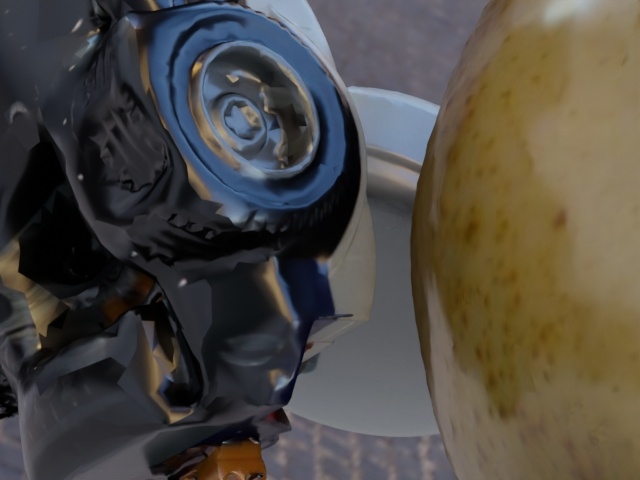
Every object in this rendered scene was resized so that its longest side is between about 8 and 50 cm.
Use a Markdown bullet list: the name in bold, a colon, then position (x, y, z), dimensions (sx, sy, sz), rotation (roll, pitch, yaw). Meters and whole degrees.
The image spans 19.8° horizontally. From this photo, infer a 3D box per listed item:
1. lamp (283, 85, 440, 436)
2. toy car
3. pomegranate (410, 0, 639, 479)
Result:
- **lamp**: position (0.000, -0.002, 0.823), dimensions (0.246, 0.179, 0.108), rotation (15, 45, -1)
- **toy car**: position (-0.072, -0.060, 0.597), dimensions (0.118, 0.193, 0.301), rotation (0, 67, -40)
- **pomegranate**: position (0.225, 0.029, 0.562), dimensions (0.416, 0.417, 0.417), rotation (20, 29, -12)
